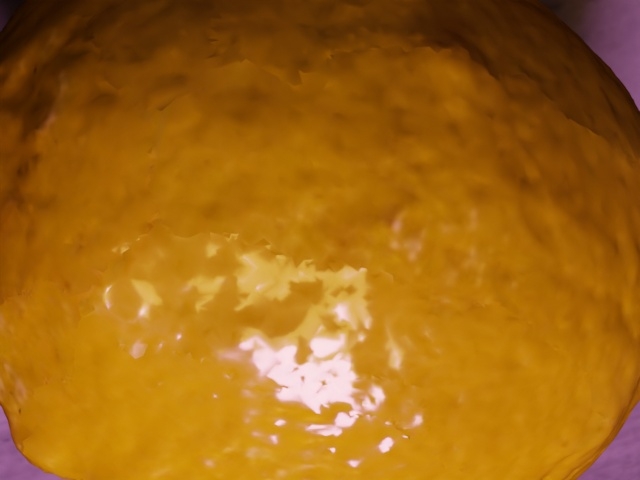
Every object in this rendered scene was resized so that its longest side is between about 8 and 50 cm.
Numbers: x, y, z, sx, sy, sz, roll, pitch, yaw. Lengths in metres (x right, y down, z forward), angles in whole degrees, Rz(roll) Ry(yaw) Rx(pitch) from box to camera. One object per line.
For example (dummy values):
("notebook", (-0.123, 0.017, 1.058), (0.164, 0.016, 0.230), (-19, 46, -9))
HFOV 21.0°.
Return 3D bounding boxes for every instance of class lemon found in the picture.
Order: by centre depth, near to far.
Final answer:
("lemon", (0.000, 0.000, 0.621), (0.288, 0.233, 0.233), (19, 126, -28))
